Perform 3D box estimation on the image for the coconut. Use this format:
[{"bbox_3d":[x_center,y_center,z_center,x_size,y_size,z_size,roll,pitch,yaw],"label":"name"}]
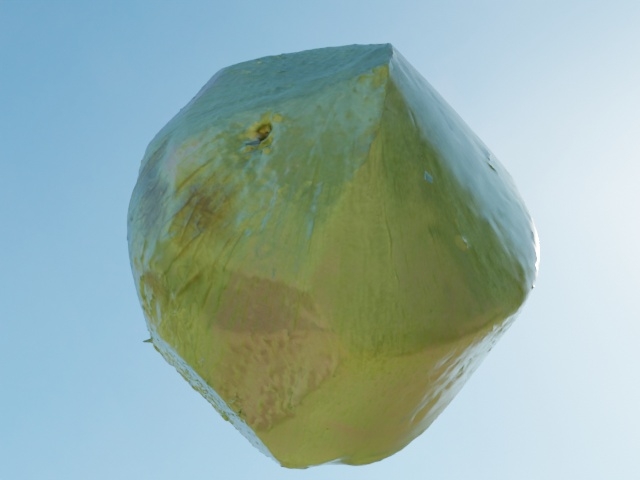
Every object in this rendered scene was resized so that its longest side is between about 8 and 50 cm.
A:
[{"bbox_3d":[0.000,0.000,0.545,0.282,0.328,0.328,-5,-42,-27],"label":"coconut"}]
